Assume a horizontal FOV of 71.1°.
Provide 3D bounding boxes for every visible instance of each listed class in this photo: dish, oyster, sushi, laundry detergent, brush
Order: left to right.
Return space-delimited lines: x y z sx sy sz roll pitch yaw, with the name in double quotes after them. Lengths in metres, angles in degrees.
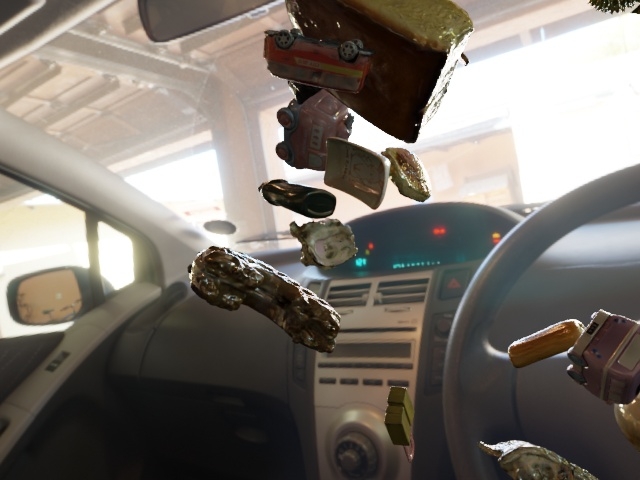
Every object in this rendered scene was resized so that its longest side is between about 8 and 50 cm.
-0.072 -0.112 1.142 0.144 0.078 0.221 1 13 -44 "laundry detergent"
0.000 0.000 1.235 0.163 0.191 0.081 -50 8 -14 "oyster"
0.108 -0.195 1.237 0.077 0.151 0.212 -25 43 -38 "dish"
0.219 0.490 1.150 0.047 0.233 0.103 -5 35 25 "brush"
0.450 0.460 0.871 0.109 0.273 0.134 -47 -24 -8 "sushi"

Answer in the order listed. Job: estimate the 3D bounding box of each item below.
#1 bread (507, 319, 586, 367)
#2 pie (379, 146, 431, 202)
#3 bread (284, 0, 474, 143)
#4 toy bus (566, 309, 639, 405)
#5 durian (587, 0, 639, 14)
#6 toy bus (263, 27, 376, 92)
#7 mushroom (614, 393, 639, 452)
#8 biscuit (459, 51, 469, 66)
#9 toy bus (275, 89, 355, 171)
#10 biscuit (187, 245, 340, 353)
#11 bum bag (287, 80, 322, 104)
0.671 0.310 1.345 0.239 0.074 0.092 -39 7 36 "bread"
0.255 -0.202 1.334 0.205 0.179 0.084 13 -47 -39 "pie"
0.101 -0.368 0.867 0.143 0.333 0.323 -52 -13 -9 "bread"
0.662 0.274 1.021 0.142 0.202 0.142 -47 46 -15 "toy bus"
0.523 -0.478 0.764 0.146 0.198 0.159 29 -10 -33 "durian"
-0.005 -0.283 0.704 0.174 0.077 0.079 13 29 7 "toy bus"
0.999 0.491 1.229 0.290 0.292 0.292 -56 -18 21 "mushroom"
0.325 -0.454 1.070 0.016 0.092 0.082 -38 22 18 "biscuit"
-0.004 -0.357 1.491 0.231 0.294 0.197 28 51 15 "toy bus"
-0.130 0.126 1.042 0.366 0.115 0.268 31 -1 -15 "biscuit"
0.013 -0.469 1.210 0.095 0.144 0.340 -29 18 -37 "bum bag"
